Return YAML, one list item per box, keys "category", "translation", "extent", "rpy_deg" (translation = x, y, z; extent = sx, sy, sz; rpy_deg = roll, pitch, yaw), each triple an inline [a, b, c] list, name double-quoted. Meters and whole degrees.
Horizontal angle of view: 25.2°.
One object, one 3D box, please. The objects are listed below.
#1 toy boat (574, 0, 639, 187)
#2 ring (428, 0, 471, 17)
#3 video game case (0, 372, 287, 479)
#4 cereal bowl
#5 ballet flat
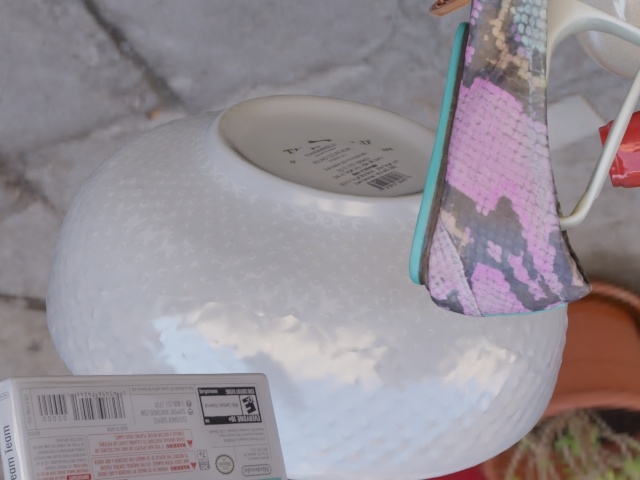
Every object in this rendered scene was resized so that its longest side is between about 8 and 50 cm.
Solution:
- category: "toy boat"
  translation: [0.248, -0.176, 1.010]
  extent: [0.148, 0.318, 0.267]
  rpy_deg: [-14, 147, 11]
- category: "ring"
  translation: [0.245, -0.311, 1.368]
  extent: [0.336, 0.336, 0.032]
  rpy_deg: [-26, 101, 31]
- category: "video game case"
  translation: [-0.068, 0.130, 0.632]
  extent: [0.019, 0.143, 0.157]
  rpy_deg: [-23, 162, 37]
- category: "cereal bowl"
  translation: [0.000, 0.000, 0.914]
  extent: [0.339, 0.339, 0.141]
  rpy_deg: [6, 116, -10]
- category: "ballet flat"
  translation: [0.078, -0.082, 0.505]
  extent: [0.079, 0.221, 0.077]
  rpy_deg: [4, 176, 12]
